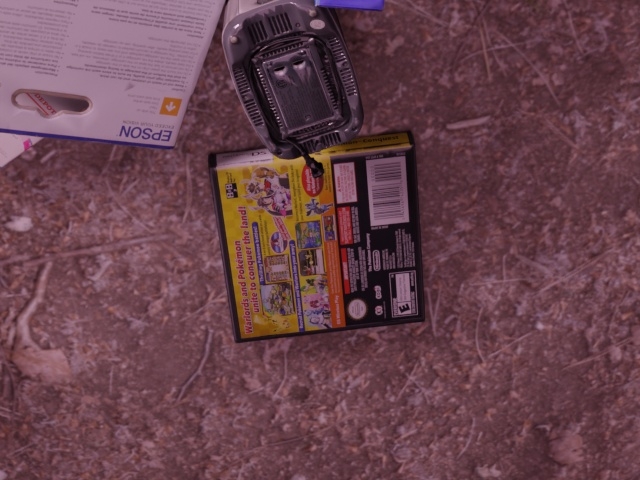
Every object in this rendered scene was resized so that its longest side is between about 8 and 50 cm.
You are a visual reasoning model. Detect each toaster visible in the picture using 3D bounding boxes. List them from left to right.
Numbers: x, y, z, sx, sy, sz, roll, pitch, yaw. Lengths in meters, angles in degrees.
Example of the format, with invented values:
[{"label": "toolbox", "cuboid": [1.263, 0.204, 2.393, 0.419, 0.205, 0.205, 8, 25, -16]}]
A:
[{"label": "toaster", "cuboid": [-0.028, -0.198, 1.743, 0.129, 0.146, 0.227, -18, 124, 8]}]

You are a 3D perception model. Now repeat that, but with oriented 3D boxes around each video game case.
[{"label": "video game case", "cuboid": [0.000, 0.000, 1.950, 0.248, 0.035, 0.274, -7, 125, -1]}]

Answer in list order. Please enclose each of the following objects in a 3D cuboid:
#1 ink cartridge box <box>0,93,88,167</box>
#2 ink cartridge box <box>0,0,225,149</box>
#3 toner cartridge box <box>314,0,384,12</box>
[{"label": "ink cartridge box", "cuboid": [-0.353, -0.161, 1.788, 0.181, 0.061, 0.104, -32, 120, 16]}, {"label": "ink cartridge box", "cuboid": [-0.262, -0.265, 1.667, 0.324, 0.071, 0.330, 5, 123, -30]}, {"label": "toner cartridge box", "cuboid": [0.044, -0.424, 1.586, 0.075, 0.165, 0.347, 3, 123, -7]}]
